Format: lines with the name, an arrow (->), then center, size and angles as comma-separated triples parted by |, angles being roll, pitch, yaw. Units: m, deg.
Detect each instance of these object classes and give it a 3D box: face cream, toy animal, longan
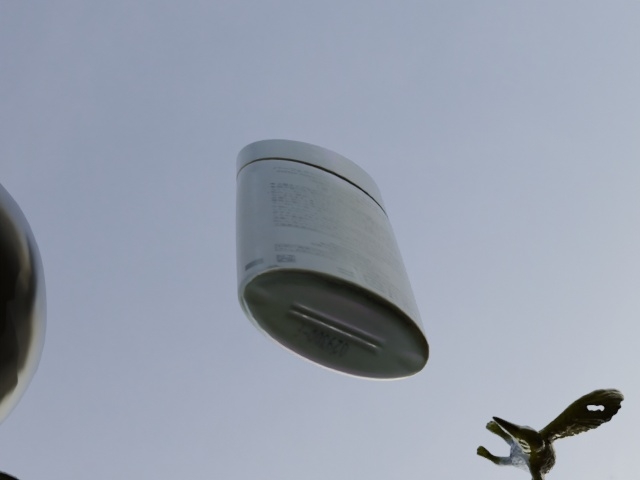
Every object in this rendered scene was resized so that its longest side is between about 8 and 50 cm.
face cream -> 0.000, 0.000, 1.122 | 0.173, 0.348, 0.081 | 24, -70, -15
toy animal -> 0.194, 0.209, 1.175 | 0.155, 0.095, 0.219 | 35, -110, -27
longan -> -0.268, 0.035, 0.772 | 0.198, 0.198, 0.212 | -21, -73, -50

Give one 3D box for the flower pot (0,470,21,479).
flower pot -> -0.368, 0.246, 1.001 | 0.212, 0.202, 0.212 | -23, -57, -40
